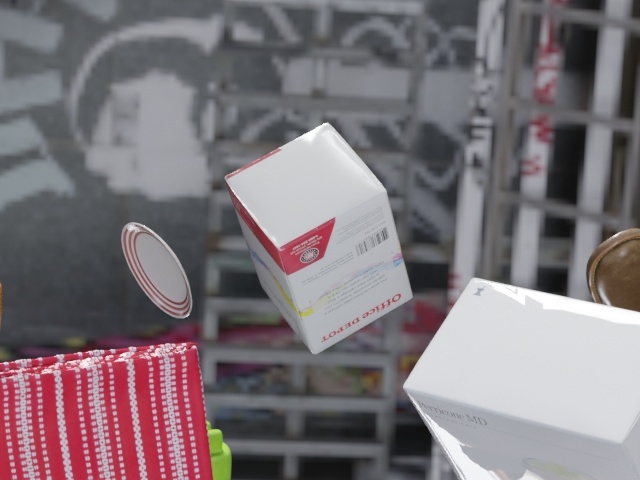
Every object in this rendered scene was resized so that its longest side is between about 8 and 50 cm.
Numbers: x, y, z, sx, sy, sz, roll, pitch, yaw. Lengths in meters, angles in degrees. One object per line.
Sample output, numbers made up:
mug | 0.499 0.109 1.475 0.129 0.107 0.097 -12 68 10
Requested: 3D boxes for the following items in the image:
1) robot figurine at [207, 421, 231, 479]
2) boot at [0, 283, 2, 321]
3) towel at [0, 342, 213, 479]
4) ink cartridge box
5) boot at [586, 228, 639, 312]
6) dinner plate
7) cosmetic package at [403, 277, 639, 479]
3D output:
robot figurine | -0.118 0.231 1.738 0.101 0.067 0.115 25 117 55
boot | -0.392 0.136 1.547 0.220 0.109 0.283 12 -84 -55
towel | -0.207 0.188 1.399 0.031 0.275 0.199 -5 91 63
ink cartridge box | 0.000 0.000 1.888 0.127 0.128 0.176 51 164 40
boot | 0.410 0.099 2.219 0.305 0.112 0.115 55 -173 -47
dinner plate | -0.206 0.036 2.358 0.141 0.017 0.141 37 145 32
cosmetic package | 0.228 0.168 1.605 0.138 0.224 0.225 -54 -46 -27
